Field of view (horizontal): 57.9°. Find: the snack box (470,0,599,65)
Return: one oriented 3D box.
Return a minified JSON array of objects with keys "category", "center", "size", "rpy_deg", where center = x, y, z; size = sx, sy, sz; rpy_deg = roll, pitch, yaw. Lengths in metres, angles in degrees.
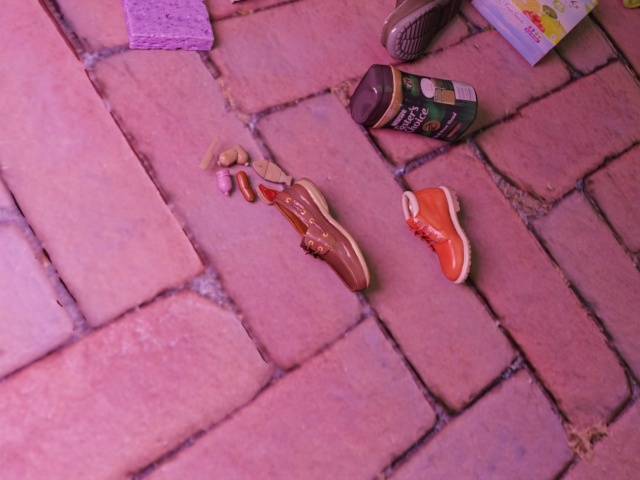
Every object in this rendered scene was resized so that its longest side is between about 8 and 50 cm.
[{"category":"snack box","center":[0.418,-0.462,1.122],"size":[0.174,0.070,0.207],"rpy_deg":[46,59,1]}]

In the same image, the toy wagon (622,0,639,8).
[{"category":"toy wagon","center":[0.774,-0.650,1.341],"size":[0.345,0.068,0.267],"rpy_deg":[1,70,-22]}]

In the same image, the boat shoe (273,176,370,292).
[{"category":"boat shoe","center":[0.000,0.000,0.779],"size":[0.060,0.064,0.178],"rpy_deg":[-29,77,-24]}]

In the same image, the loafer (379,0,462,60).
[{"category":"loafer","center":[0.162,-0.387,0.989],"size":[0.087,0.094,0.251],"rpy_deg":[29,49,18]}]

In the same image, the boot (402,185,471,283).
[{"category":"boot","center":[0.167,-0.008,0.853],"size":[0.085,0.059,0.157],"rpy_deg":[-1,62,-19]}]

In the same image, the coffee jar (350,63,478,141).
[{"category":"coffee jar","center":[0.142,-0.211,0.897],"size":[0.185,0.096,0.079],"rpy_deg":[6,65,-19]}]

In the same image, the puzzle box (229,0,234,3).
[{"category":"puzzle box","center":[-0.157,-0.602,0.866],"size":[0.272,0.052,0.409],"rpy_deg":[-46,113,-27]}]

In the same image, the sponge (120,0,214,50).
[{"category":"sponge","center":[-0.235,-0.374,0.843],"size":[0.117,0.031,0.210],"rpy_deg":[-8,73,-25]}]

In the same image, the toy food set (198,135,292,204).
[{"category":"toy food set","center":[-0.104,-0.086,0.793],"size":[0.122,0.019,0.077],"rpy_deg":[31,62,-17]}]
